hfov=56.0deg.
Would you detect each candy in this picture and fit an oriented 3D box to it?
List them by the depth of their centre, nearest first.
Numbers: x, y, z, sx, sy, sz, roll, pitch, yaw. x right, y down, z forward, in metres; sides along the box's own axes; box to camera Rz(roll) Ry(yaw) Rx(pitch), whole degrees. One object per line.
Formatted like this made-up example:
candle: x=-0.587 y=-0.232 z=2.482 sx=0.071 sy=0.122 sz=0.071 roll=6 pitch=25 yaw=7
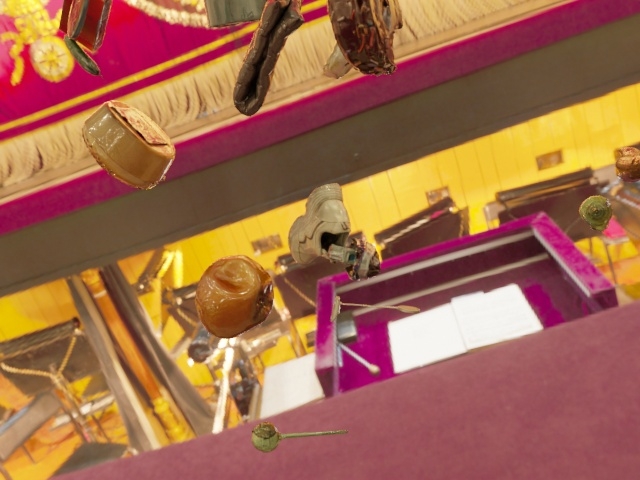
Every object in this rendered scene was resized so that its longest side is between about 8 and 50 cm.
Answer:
candy: x=-0.043 y=0.405 z=1.256 sx=0.202 sy=0.061 sz=0.061 roll=-3 pitch=18 yaw=-6

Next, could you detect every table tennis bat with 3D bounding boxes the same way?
table tennis bat: x=-0.451 y=-0.456 z=1.134 sx=0.019 sy=0.155 sz=0.100 roll=12 pitch=6 yaw=-36

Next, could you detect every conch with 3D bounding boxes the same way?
conch: x=0.764 y=-0.073 z=1.655 sx=0.079 sy=0.095 sz=0.200 roll=-5 pitch=-14 yaw=38

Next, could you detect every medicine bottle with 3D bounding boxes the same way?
medicine bottle: x=-0.293 y=-0.887 z=2.042 sx=0.244 sy=0.290 sz=0.245 roll=-8 pitch=20 yaw=3

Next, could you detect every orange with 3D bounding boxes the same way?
orange: x=-0.230 y=0.171 z=1.712 sx=0.183 sy=0.249 sz=0.249 roll=19 pitch=38 yaw=28

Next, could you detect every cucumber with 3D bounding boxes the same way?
cucumber: x=-0.659 y=-0.507 z=1.656 sx=0.039 sy=0.168 sz=0.039 roll=-40 pitch=-6 yaw=-5

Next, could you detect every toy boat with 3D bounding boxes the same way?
toy boat: x=0.093 y=0.053 z=1.757 sx=0.115 sy=0.114 sz=0.262 roll=8 pitch=10 yaw=-15

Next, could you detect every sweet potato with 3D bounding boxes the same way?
sweet potato: x=0.603 y=-0.140 z=1.147 sx=0.069 sy=0.059 sz=0.249 roll=-51 pitch=-6 yaw=19

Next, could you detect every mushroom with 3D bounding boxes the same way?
mushroom: x=0.093 y=-0.661 z=1.909 sx=0.122 sy=0.095 sz=0.352 roll=-10 pitch=54 yaw=44

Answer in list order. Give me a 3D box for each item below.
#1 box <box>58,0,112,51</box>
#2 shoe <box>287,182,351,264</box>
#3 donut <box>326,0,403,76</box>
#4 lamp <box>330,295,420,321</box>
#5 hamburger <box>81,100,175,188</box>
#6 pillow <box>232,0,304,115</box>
box: x=-0.620 y=-0.603 z=1.588 sx=0.175 sy=0.112 sz=0.048 roll=-48 pitch=12 yaw=46
shoe: x=0.000 y=0.000 z=1.940 sx=0.132 sy=0.342 sz=0.211 roll=1 pitch=49 yaw=-27
donut: x=0.079 y=-0.423 z=1.120 sx=0.095 sy=0.216 sz=0.230 roll=-7 pitch=62 yaw=27
lamp: x=0.122 y=0.161 z=1.343 sx=0.198 sy=0.056 sz=0.050 roll=5 pitch=2 yaw=1
hamburger: x=-0.587 y=-0.284 z=1.840 sx=0.176 sy=0.300 sz=0.300 roll=-43 pitch=15 yaw=13
pillow: x=-0.139 y=-0.509 z=1.577 sx=0.326 sy=0.101 sz=0.228 roll=-55 pitch=19 yaw=36
